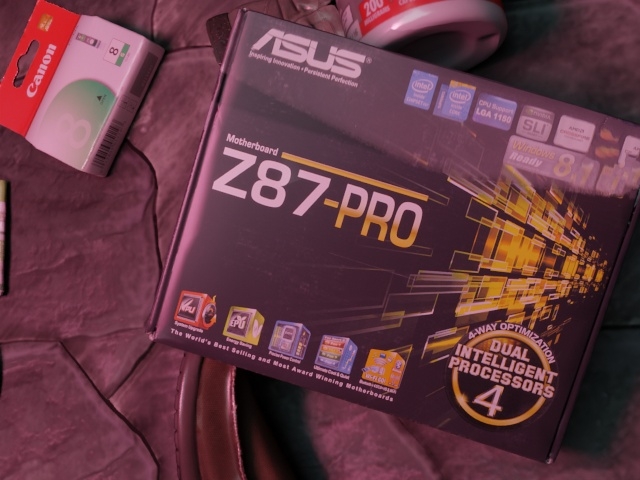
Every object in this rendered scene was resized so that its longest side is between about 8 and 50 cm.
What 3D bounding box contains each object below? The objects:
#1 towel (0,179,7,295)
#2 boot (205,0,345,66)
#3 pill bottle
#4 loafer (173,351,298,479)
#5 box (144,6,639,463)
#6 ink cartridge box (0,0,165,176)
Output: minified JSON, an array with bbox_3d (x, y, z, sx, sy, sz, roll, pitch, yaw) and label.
[{"bbox_3d":[-0.455,0.001,1.204,0.113,0.023,0.152,-5,78,19],"label":"towel"},{"bbox_3d":[-0.022,-0.181,1.023,0.161,0.083,0.246,-22,75,12],"label":"boot"},{"bbox_3d":[0.080,-0.317,0.953,0.161,0.161,0.283,-19,75,19],"label":"pill bottle"},{"bbox_3d":[-0.079,0.257,0.965,0.130,0.134,0.365,-4,89,-4],"label":"loafer"},{"bbox_3d":[0.072,-0.005,0.857,0.395,0.097,0.318,18,95,3],"label":"box"},{"bbox_3d":[-0.327,-0.203,1.165,0.225,0.056,0.181,26,92,22],"label":"ink cartridge box"}]
